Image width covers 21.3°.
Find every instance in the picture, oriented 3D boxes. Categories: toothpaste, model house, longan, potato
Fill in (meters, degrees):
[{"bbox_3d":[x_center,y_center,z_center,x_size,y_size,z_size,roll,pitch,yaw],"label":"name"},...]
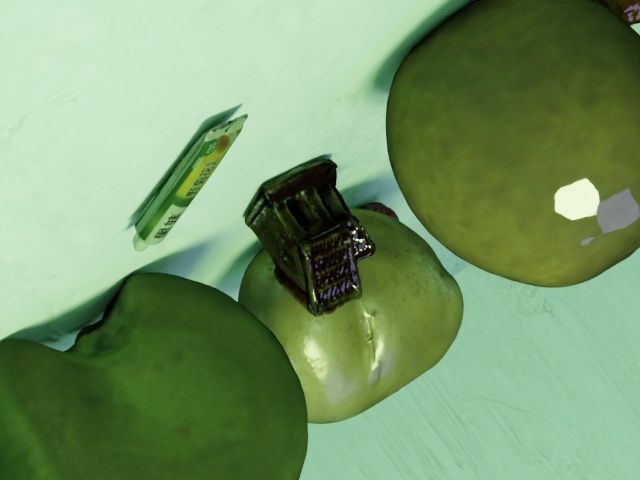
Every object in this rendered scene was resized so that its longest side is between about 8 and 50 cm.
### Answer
[{"bbox_3d":[-0.124,-0.049,1.525,0.049,0.031,0.204,-27,165,-43],"label":"toothpaste"},{"bbox_3d":[0.005,-0.003,1.870,0.165,0.152,0.106,-26,173,-40],"label":"model house"},{"bbox_3d":[0.210,-0.100,1.659,0.297,0.297,0.297,-35,171,-6],"label":"longan"},{"bbox_3d":[0.030,0.085,2.104,0.326,0.243,0.221,-30,177,-43],"label":"potato"}]

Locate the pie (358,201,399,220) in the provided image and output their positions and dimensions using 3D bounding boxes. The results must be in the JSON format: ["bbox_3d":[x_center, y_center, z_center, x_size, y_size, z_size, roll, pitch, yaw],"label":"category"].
[{"bbox_3d":[0.009,0.022,2.316,0.218,0.054,0.204,-37,171,20],"label":"pie"}]

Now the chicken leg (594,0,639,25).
[{"bbox_3d":[0.388,-0.313,1.770,0.295,0.182,0.409,-28,-171,15],"label":"chicken leg"}]

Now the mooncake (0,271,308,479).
[{"bbox_3d":[-0.183,0.209,1.751,0.351,0.351,0.187,-28,157,-39],"label":"mooncake"}]
